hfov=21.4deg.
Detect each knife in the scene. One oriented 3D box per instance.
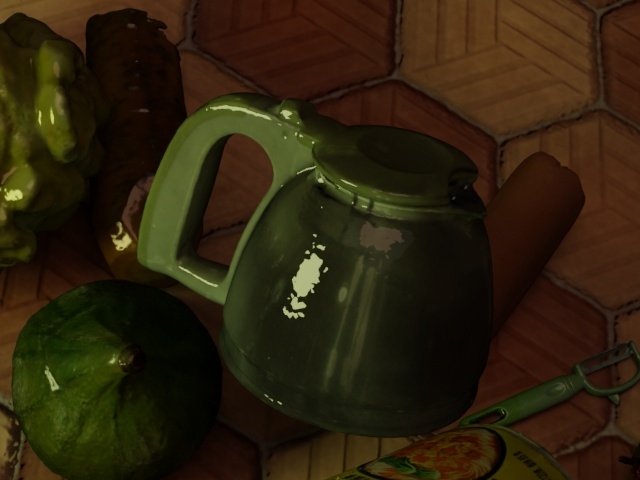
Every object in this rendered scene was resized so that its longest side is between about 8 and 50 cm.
[{"bbox_3d":[0.231,0.158,1.665,0.212,0.015,0.054,-20,73,-19],"label":"knife"}]

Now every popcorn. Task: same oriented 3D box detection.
[{"bbox_3d":[-0.343,-0.098,1.581,0.312,0.312,0.312,4,60,-6],"label":"popcorn"}]

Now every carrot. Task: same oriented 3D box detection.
[{"bbox_3d":[-0.180,-0.097,1.698,0.114,0.114,0.302,-2,59,-9],"label":"carrot"}]

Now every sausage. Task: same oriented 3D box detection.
[{"bbox_3d":[0.172,0.027,1.691,0.086,0.086,0.289,33,61,11],"label":"sausage"}]

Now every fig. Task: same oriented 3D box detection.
[{"bbox_3d":[-0.183,0.108,1.508,0.203,0.235,0.203,2,65,-5],"label":"fig"}]

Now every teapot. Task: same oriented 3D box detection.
[{"bbox_3d":[0.021,-0.001,1.504,0.239,0.239,0.321,-9,33,-37],"label":"teapot"}]

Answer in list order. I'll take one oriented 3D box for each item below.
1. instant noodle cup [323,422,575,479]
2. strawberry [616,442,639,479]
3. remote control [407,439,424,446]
[{"bbox_3d":[0.086,0.312,1.400,0.254,0.325,0.325,-25,67,-30],"label":"instant noodle cup"},{"bbox_3d":[0.403,0.227,1.609,0.208,0.087,0.167,39,61,12],"label":"strawberry"},{"bbox_3d":[0.053,0.242,1.585,0.152,0.027,0.043,-34,76,-22],"label":"remote control"}]
